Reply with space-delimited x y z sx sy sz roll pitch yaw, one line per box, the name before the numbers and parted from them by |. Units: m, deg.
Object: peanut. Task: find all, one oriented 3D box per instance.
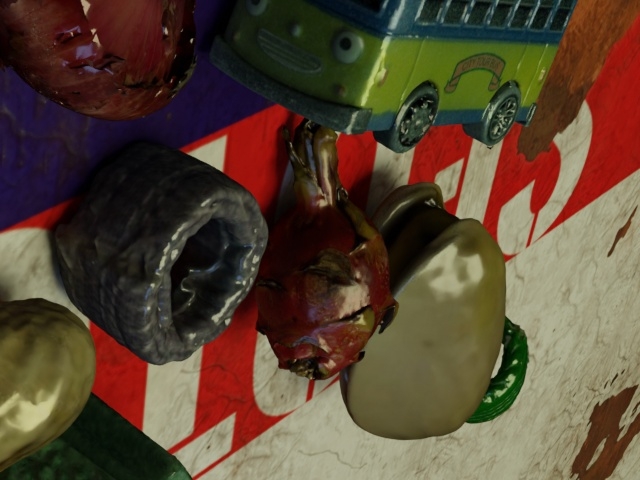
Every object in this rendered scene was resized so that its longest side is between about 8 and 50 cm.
peanut | -0.260 0.135 0.890 0.274 0.111 0.125 -47 146 -22

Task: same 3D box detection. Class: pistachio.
pistachio | 0.090 0.078 1.355 0.197 0.166 0.288 -30 135 -27

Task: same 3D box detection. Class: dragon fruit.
dragon fruit | 0.000 0.000 1.194 0.125 0.125 0.246 -71 156 -66

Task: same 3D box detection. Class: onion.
onion | -0.147 -0.154 0.784 0.184 0.147 0.184 -13 90 -76

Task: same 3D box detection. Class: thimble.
thimble | 0.187 0.146 1.631 0.130 0.118 0.090 -36 153 -5
thimble | -0.117 0.009 1.016 0.150 0.097 0.150 -40 147 -34

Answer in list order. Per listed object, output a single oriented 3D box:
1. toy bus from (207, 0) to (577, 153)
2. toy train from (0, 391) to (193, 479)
toy bus | 0.073 -0.184 1.084 0.312 0.152 0.190 -10 127 -56
toy train | -0.211 0.258 1.020 0.299 0.167 0.238 -47 155 -23
